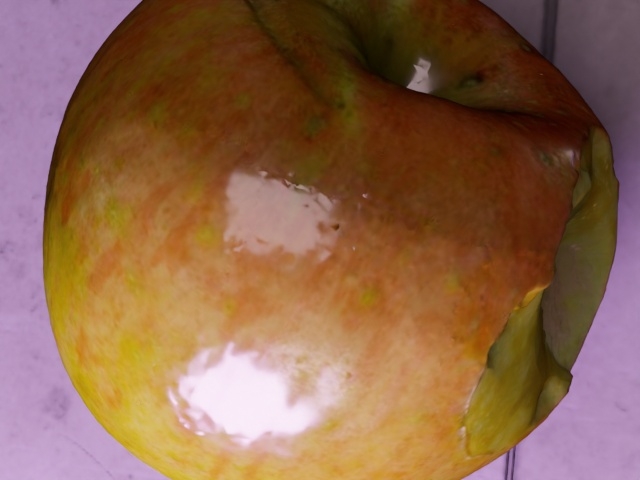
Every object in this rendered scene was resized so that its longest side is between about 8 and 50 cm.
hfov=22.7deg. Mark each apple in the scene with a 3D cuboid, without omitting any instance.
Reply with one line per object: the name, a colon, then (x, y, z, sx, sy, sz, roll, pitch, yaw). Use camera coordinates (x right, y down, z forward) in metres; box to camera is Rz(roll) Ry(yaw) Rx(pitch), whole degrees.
apple: (0.000, 0.000, 0.938, 0.339, 0.339, 0.340, 0, 91, 21)
